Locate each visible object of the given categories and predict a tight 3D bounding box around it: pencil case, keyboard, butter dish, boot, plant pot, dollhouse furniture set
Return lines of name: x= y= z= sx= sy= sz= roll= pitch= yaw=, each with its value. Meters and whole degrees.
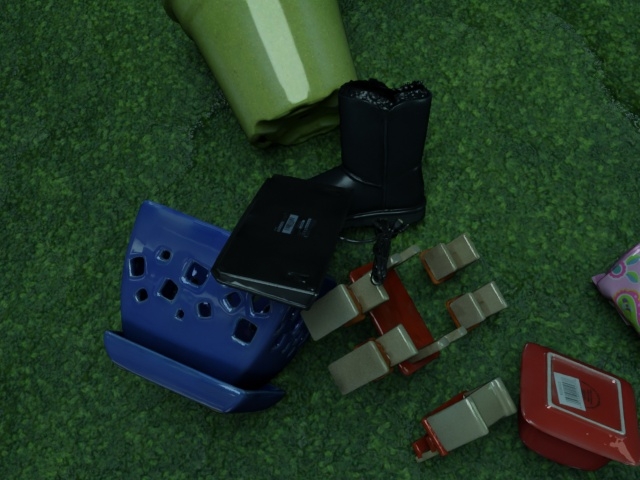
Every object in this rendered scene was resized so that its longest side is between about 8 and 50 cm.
pencil case: x=0.483 y=0.127 z=1.124 sx=0.124 sy=0.124 sz=0.284 roll=-32 pitch=69 yaw=-6
keyboard: x=0.000 y=0.000 z=1.038 sx=0.201 sy=0.317 sz=0.033 roll=12 pitch=116 yaw=5
butter dish: x=0.312 y=0.233 z=1.105 sx=0.160 sy=0.118 sz=0.160 roll=23 pitch=35 yaw=-1
boot: x=0.034 y=-0.122 z=1.210 sx=0.246 sy=0.207 sz=0.094 roll=-4 pitch=29 yaw=0
plant pot: x=-0.134 y=0.099 z=1.136 sx=0.236 sy=0.236 sz=0.212 roll=20 pitch=85 yaw=14
dollhouse furniture set: x=0.123 y=0.142 z=1.110 sx=0.262 sy=0.135 sz=0.259 roll=-20 pitch=78 yaw=-44
plant pot: x=-0.062 y=-0.285 z=1.272 sx=0.276 sy=0.276 sz=0.254 roll=-21 pitch=81 yaw=-2
